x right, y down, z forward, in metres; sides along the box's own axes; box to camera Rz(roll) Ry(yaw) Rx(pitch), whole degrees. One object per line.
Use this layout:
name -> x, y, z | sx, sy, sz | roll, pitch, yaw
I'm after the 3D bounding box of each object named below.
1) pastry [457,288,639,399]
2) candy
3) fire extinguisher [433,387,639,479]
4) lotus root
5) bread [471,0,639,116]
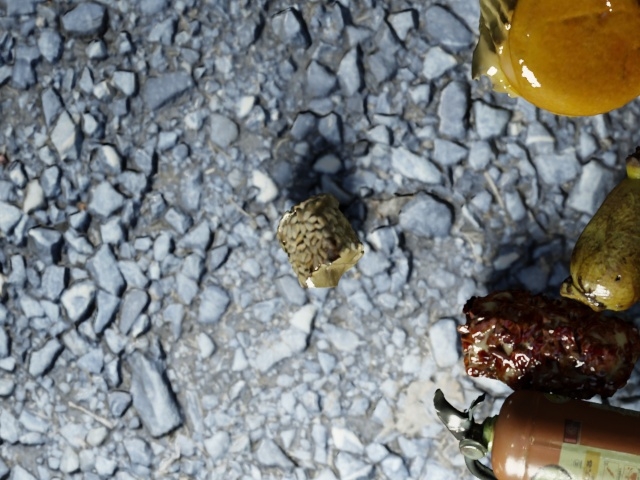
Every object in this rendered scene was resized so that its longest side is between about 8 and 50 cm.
pastry -> 0.265, 0.122, 1.980 | 0.209, 0.097, 0.115 | 14, 112, 16
candy -> 0.000, 0.000, 2.065 | 0.095, 0.085, 0.110 | -39, 73, 26
fire extinguisher -> 0.307, 0.264, 1.947 | 0.376, 0.113, 0.200 | 11, 128, 7
lotus root -> 0.345, -0.008, 1.929 | 0.094, 0.108, 0.190 | 25, 93, -12
bread -> 0.318, -0.312, 1.819 | 0.183, 0.236, 0.388 | 63, 143, 43
